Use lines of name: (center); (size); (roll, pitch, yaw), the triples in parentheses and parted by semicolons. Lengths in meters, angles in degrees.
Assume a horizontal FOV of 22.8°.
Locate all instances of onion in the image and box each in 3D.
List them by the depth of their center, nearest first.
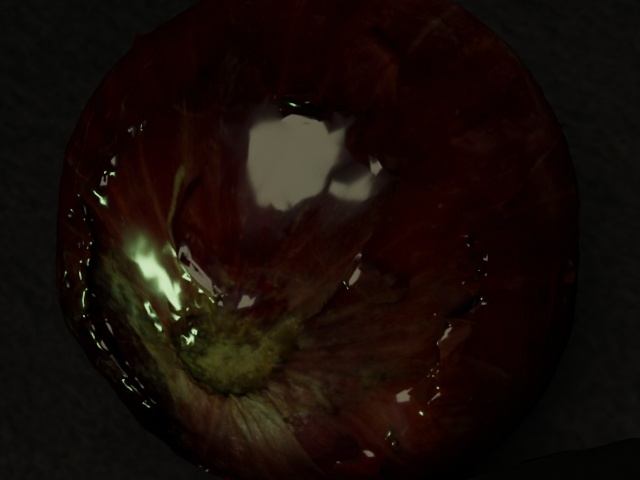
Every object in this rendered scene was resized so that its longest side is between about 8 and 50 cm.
onion: (0.000, 0.000, 0.808); (0.276, 0.276, 0.276); (-3, 73, 10)

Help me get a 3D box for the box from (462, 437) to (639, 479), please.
box: (0.085, 0.281, 0.700); (0.359, 0.091, 0.350); (-12, 72, -28)
